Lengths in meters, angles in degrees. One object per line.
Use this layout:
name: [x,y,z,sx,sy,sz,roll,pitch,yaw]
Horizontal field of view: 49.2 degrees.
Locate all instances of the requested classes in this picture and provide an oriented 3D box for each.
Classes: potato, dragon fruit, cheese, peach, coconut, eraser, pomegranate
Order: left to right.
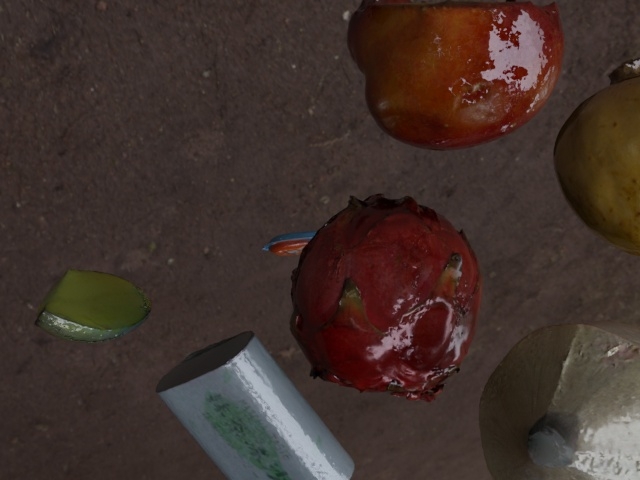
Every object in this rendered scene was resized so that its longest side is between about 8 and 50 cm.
potato: [-0.292,0.093,0.887,0.054,0.119,0.198,-55,-179,12]
eraser: [-0.085,0.239,0.904,0.174,0.081,0.227,-26,106,33]
cheese: [0.000,0.000,1.413,0.256,0.037,0.106,-8,170,15]
dragon fruit: [0.100,0.088,1.057,0.296,0.301,0.295,11,164,3]
peach: [0.255,-0.336,1.363,0.406,0.335,0.310,0,115,7]
coconut: [0.300,0.204,0.774,0.244,0.239,0.239,-3,138,-52]
pomegranate: [0.303,-0.078,0.633,0.196,0.196,0.196,-17,141,-15]
